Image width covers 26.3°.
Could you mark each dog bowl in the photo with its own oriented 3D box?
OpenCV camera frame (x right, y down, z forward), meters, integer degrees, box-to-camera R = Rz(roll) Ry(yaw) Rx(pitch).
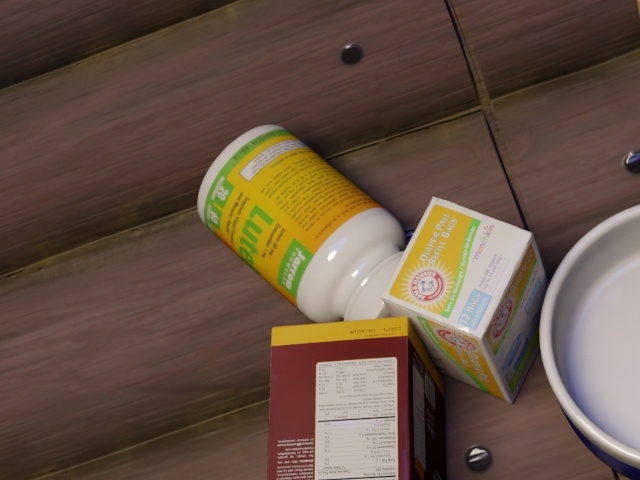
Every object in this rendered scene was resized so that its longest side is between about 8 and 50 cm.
[{"bbox_3d":[0.343,0.098,1.279,0.265,0.104,0.264,-6,65,14],"label":"dog bowl"}]

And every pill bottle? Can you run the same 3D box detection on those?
[{"bbox_3d":[0.000,0.000,1.403,0.136,0.136,0.246,-46,63,-7],"label":"pill bottle"}]

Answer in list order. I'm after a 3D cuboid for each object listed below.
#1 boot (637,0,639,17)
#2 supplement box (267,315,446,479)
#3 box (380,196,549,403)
[{"bbox_3d":[0.422,-0.280,1.429,0.211,0.104,0.295,-28,58,3],"label":"boot"},{"bbox_3d":[0.039,0.198,1.271,0.129,0.191,0.194,-5,64,14],"label":"supplement box"},{"bbox_3d":[0.145,0.060,1.296,0.103,0.203,0.114,22,74,24],"label":"box"}]
